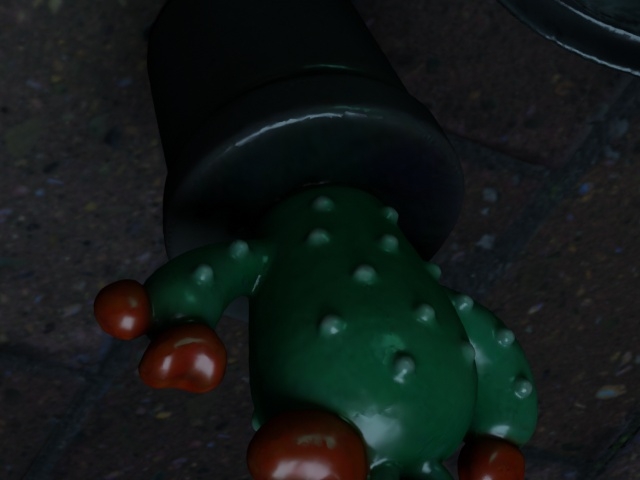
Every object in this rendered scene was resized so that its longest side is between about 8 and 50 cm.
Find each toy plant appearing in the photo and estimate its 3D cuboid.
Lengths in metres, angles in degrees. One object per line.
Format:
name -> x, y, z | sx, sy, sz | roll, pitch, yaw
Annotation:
toy plant -> 0.008, 0.006, 1.048 | 0.185, 0.400, 0.279 | -33, 134, 14

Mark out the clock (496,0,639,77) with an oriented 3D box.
clock -> 0.242, -0.194, 1.064 | 0.319, 0.066, 0.319 | 14, 158, 6
